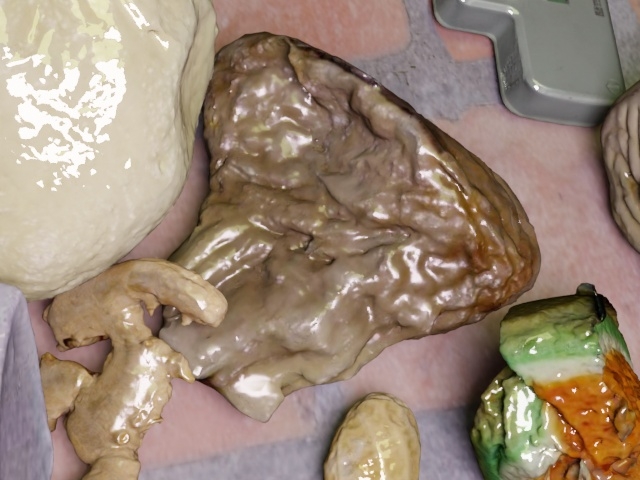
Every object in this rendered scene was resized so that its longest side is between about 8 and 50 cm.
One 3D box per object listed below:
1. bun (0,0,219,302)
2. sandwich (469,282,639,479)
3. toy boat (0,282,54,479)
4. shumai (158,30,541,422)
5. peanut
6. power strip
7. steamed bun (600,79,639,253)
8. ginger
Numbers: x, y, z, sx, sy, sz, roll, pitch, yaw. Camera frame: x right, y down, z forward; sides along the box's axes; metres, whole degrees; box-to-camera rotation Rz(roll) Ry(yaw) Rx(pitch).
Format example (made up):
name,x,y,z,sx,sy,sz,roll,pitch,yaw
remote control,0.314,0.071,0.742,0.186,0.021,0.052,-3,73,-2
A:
name,x,y,z,sx,sy,sz,roll,pitch,yaw
bun,-0.254,-0.135,0.767,0.352,0.227,0.349,-22,64,3
sandwich,0.222,0.193,0.861,0.162,0.250,0.301,-26,82,19
toy boat,-0.311,0.175,0.712,0.294,0.111,0.276,-17,90,5
shumai,-0.002,0.003,0.897,0.346,0.217,0.283,33,93,17
peanut,0.040,0.208,0.835,0.080,0.080,0.174,9,66,-13
power strip,0.215,-0.252,1.108,0.194,0.059,0.265,6,64,-19
steamed bun,0.440,-0.051,0.942,0.219,0.324,0.309,-18,81,-28
ginger,-0.175,0.131,0.793,0.149,0.065,0.258,19,86,29
